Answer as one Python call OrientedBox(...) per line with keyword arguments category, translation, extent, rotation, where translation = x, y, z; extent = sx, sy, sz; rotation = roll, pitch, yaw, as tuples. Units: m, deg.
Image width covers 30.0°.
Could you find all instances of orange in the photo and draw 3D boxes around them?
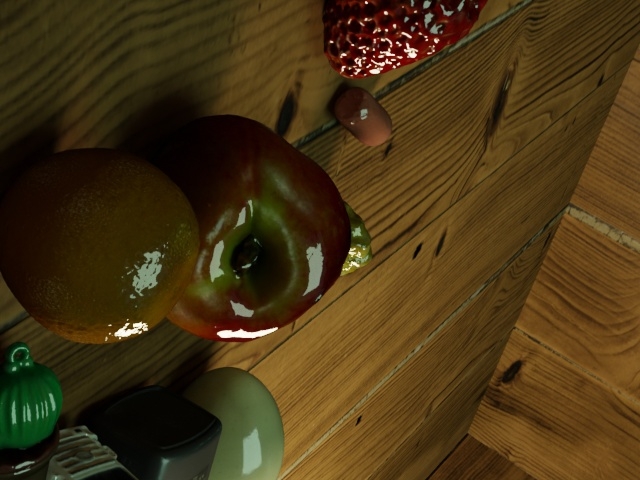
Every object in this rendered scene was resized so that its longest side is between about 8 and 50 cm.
OrientedBox(category="orange", translation=(-0.221, 0.003, 1.176), extent=(0.206, 0.206, 0.206), rotation=(-47, 158, -26))

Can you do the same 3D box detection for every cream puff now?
OrientedBox(category="cream puff", translation=(0.000, 0.000, 1.801), extent=(0.116, 0.146, 0.146), rotation=(-33, 153, -15))

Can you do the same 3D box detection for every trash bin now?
OrientedBox(category="trash bin", translation=(-0.261, 0.364, 1.657), extent=(0.209, 0.182, 0.290), rotation=(-18, 131, -62))

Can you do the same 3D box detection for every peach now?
OrientedBox(category="peach", translation=(-0.101, -0.024, 1.370), extent=(0.249, 0.275, 0.245), rotation=(-20, 106, -11))

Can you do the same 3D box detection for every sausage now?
OrientedBox(category="sausage", translation=(0.065, -0.181, 1.768), extent=(0.062, 0.062, 0.154), rotation=(-58, 160, 1))

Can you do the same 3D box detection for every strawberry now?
OrientedBox(category="strawberry", translation=(0.088, -0.301, 1.529), extent=(0.205, 0.205, 0.244), rotation=(-37, 174, -44))

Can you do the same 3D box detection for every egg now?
OrientedBox(category="egg", translation=(-0.147, 0.305, 1.809), extent=(0.188, 0.188, 0.253), rotation=(-32, 143, -50))

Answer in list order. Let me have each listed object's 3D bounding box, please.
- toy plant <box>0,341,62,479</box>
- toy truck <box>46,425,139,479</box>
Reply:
OrientedBox(category="toy plant", translation=(-0.354, 0.207, 1.326), extent=(0.143, 0.105, 0.200), rotation=(-16, 118, -35))
OrientedBox(category="toy truck", translation=(-0.354, 0.439, 1.498), extent=(0.387, 0.207, 0.173), rotation=(-63, 160, 14))
